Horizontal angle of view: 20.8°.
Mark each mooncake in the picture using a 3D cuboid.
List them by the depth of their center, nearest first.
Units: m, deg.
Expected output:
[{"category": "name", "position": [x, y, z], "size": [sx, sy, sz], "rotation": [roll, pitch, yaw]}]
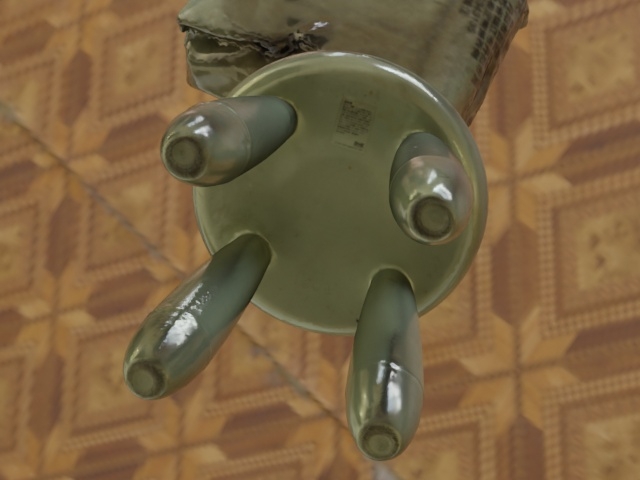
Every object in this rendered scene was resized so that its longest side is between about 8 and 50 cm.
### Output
[{"category": "mooncake", "position": [0.038, -0.181, 1.466], "size": [0.250, 0.136, 0.254], "rotation": [26, 62, 19]}]

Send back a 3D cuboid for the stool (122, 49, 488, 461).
[{"category": "stool", "position": [0.000, 0.000, 1.059], "size": [0.195, 0.198, 0.195], "rotation": [14, 111, 3]}]
